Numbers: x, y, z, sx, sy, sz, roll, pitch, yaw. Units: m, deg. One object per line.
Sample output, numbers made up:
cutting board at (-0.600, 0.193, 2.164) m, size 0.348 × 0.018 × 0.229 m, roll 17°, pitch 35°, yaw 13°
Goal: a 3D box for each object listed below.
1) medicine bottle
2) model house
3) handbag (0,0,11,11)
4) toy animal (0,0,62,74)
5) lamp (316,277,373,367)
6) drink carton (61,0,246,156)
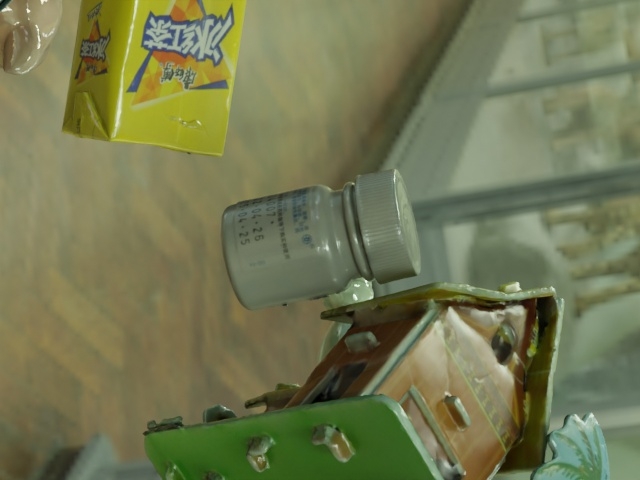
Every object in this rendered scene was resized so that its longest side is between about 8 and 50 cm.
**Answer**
medicine bottle at (0.000, 0.000, 1.569) m, size 0.105 × 0.168 × 0.105 m, roll -12°, pitch 90°, yaw -79°
model house at (0.095, 0.201, 1.563) m, size 0.323 × 0.300 × 0.340 m, roll -47°, pitch 113°, yaw -42°
handbag at (-0.333, -0.274, 1.371) m, size 0.222 × 0.263 × 0.241 m, roll 54°, pitch 55°, yaw -30°
toy animal at (-0.440, -0.292, 2.263) m, size 0.213 × 0.256 × 0.195 m, roll -18°, pitch 93°, yaw -58°
lamp at (0.042, 0.113, 2.013) m, size 0.106 × 0.106 × 0.193 m, roll 60°, pitch 17°, yaw -52°
drink carton at (-0.167, -0.273, 1.834) m, size 0.154 × 0.111 × 0.351 m, roll 6°, pitch 95°, yaw -39°
